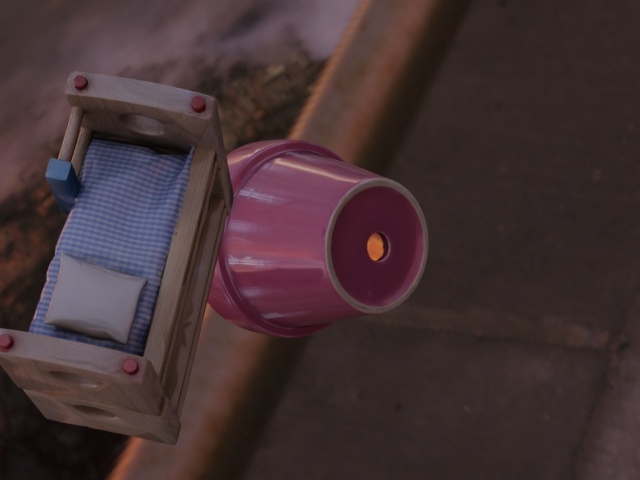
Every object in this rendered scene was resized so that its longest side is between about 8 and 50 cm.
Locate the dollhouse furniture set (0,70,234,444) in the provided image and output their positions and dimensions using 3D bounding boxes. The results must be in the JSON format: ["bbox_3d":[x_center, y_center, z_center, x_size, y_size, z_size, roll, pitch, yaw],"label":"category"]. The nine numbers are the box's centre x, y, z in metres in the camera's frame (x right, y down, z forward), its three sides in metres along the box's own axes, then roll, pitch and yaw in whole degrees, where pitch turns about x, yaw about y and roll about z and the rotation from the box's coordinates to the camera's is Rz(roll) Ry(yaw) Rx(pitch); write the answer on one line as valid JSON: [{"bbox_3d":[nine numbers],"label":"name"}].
[{"bbox_3d":[-0.145,0.001,0.694,0.183,0.129,0.129,11,71,4],"label":"dollhouse furniture set"}]

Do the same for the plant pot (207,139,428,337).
[{"bbox_3d":[0.000,0.000,1.519,0.180,0.201,0.201,4,55,53],"label":"plant pot"}]
